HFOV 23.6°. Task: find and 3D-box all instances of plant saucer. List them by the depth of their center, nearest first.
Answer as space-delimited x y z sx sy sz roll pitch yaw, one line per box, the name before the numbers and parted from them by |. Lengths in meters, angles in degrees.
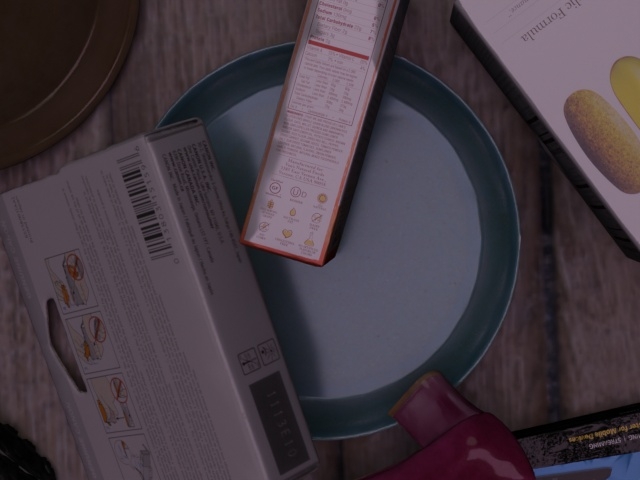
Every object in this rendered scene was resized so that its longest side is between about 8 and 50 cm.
plant saucer | -0.269 -0.183 1.164 0.278 0.041 0.278 -16 122 -28
plant saucer | 0.000 0.000 1.227 0.317 0.044 0.318 0 91 4

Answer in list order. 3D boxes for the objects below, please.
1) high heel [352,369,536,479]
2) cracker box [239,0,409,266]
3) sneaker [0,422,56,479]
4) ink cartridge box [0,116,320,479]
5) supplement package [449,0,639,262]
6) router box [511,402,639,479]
high heel | 0.061 0.225 1.181 0.117 0.082 0.244 46 105 30
cracker box | 0.009 -0.102 1.124 0.067 0.156 0.232 17 92 3
sneaker | -0.336 0.150 1.209 0.108 0.100 0.271 -41 102 13
ink cartridge box | -0.134 0.065 1.182 0.060 0.239 0.275 -22 95 -39
supplement package | 0.225 -0.117 1.162 0.139 0.134 0.244 -37 90 4
router box | 0.190 0.213 1.220 0.179 0.046 0.133 -14 91 4
